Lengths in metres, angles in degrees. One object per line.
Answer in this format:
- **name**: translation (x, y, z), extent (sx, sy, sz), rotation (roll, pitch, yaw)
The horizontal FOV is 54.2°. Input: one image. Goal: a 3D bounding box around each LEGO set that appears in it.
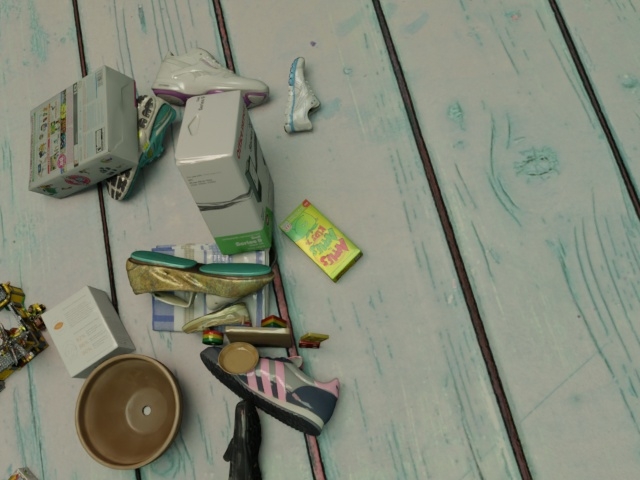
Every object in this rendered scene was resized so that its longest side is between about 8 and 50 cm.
- **LEGO set**: translation (-0.810, 0.241, 1.431), extent (0.331, 0.192, 0.255), rotation (-33, 72, 0)

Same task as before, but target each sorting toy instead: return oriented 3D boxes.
- **sorting toy**: translation (-0.120, 0.191, 1.333), extent (0.275, 0.132, 0.046), rotation (2, 68, 0)

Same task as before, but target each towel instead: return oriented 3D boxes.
- **towel**: translation (-0.253, 0.108, 1.437), extent (0.285, 0.034, 0.209), rotation (-1, 87, 12)

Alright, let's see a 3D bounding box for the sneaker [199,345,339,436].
- **sneaker**: translation (-0.107, 0.293, 1.351), extent (0.319, 0.112, 0.131), rotation (26, 58, 17)

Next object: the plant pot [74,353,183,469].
- **plant pot**: translation (-0.399, 0.370, 1.365), extent (0.238, 0.110, 0.237), rotation (-3, 75, 10)

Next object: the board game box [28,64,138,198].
- **board game box**: translation (-0.579, -0.253, 1.516), extent (0.303, 0.097, 0.223), rotation (-16, 72, 31)

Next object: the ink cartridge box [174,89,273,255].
- **ink cartridge box**: translation (-0.194, -0.141, 1.343), extent (0.122, 0.289, 0.211), rotation (-8, 50, 8)

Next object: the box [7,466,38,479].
- **box**: translation (-0.697, 0.624, 1.388), extent (0.114, 0.036, 0.207), rotation (37, 84, 17)

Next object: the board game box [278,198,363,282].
- **board game box**: translation (0.000, 0.000, 1.427), extent (0.092, 0.043, 0.181), rotation (-45, 72, -4)

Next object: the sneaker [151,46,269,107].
- **sneaker**: translation (-0.270, -0.410, 1.550), extent (0.305, 0.114, 0.152), rotation (9, 78, 13)

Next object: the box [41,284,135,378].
- **box**: translation (-0.534, 0.212, 1.442), extent (0.130, 0.091, 0.170), rotation (-33, 72, 1)

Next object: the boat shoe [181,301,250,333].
- **boat shoe**: translation (-0.232, 0.182, 1.387), extent (0.153, 0.056, 0.048), rotation (-20, 88, 1)

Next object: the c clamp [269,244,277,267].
- **c clamp**: translation (-0.176, 0.036, 1.463), extent (0.137, 0.022, 0.160), rotation (37, 84, 11)

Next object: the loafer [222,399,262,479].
- **loafer**: translation (-0.168, 0.445, 1.307), extent (0.078, 0.076, 0.223), rotation (-2, 89, 20)

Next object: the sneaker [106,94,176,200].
- **sneaker**: translation (-0.436, -0.217, 1.535), extent (0.107, 0.110, 0.275), rotation (35, 101, 34)

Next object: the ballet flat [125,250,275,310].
- **ballet flat**: translation (-0.264, 0.095, 1.370), extent (0.349, 0.123, 0.123), rotation (6, 76, 15)

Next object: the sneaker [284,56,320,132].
- **sneaker**: translation (-0.039, -0.352, 1.524), extent (0.083, 0.071, 0.190), rotation (4, 84, 5)

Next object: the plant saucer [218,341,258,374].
- **plant saucer**: translation (-0.171, 0.249, 1.307), extent (0.084, 0.015, 0.083), rotation (1, 42, -1)
